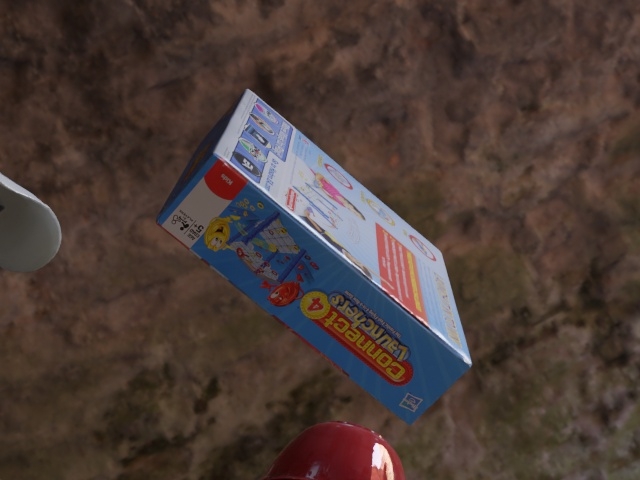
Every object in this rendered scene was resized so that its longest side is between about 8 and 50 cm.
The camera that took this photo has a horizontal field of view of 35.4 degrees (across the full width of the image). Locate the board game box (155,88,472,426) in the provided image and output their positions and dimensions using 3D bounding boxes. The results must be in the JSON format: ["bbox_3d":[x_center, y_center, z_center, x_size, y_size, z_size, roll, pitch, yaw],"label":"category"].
[{"bbox_3d":[0.000,0.000,1.021,0.086,0.302,0.308,-47,11,15],"label":"board game box"}]

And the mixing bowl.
[{"bbox_3d":[0.024,0.265,1.120,0.181,0.181,0.098,-43,22,53],"label":"mixing bowl"}]

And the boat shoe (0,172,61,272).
[{"bbox_3d":[-0.345,-0.045,1.019,0.079,0.081,0.227,-45,-30,-7],"label":"boat shoe"}]
